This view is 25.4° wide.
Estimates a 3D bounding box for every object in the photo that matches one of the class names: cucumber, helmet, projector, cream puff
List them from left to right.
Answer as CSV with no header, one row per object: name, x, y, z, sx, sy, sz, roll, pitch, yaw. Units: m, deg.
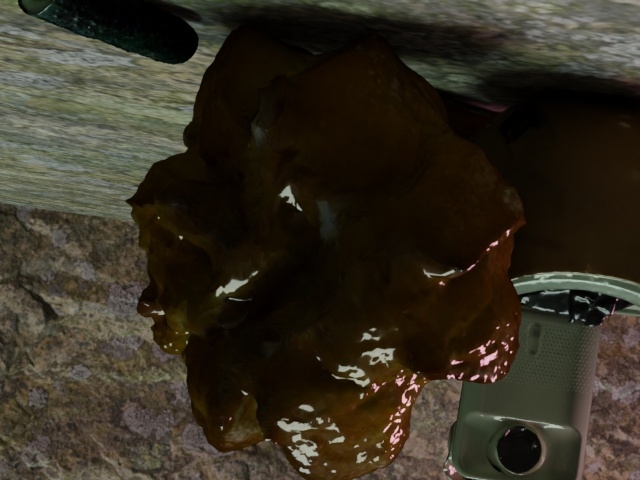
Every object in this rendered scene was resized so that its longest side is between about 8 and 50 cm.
cucumber,-0.110,-0.122,0.793,0.032,0.032,0.133,6,175,35
cream puff,0.000,0.000,0.823,0.241,0.269,0.155,-28,174,21
projector,0.241,0.197,1.692,0.163,0.242,0.177,9,177,8
helmet,0.168,-0.026,0.919,0.198,0.130,0.224,9,-169,3

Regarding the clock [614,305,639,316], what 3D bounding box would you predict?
clock,0.311,0.025,1.622,0.324,0.109,0.265,5,175,35

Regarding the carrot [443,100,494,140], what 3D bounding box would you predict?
carrot,0.129,-0.069,1.036,0.224,0.057,0.057,5,180,-42
